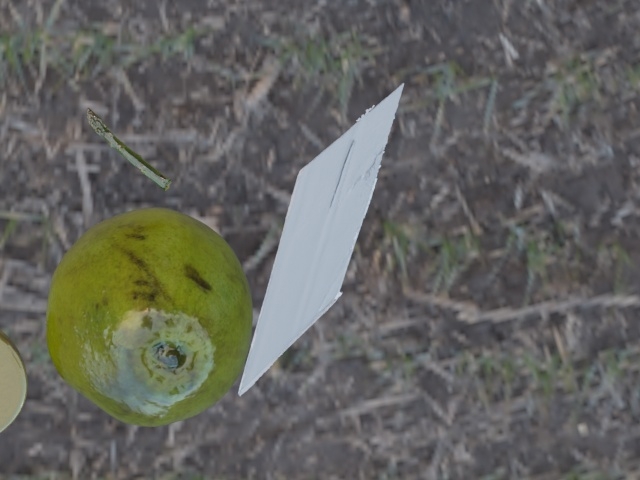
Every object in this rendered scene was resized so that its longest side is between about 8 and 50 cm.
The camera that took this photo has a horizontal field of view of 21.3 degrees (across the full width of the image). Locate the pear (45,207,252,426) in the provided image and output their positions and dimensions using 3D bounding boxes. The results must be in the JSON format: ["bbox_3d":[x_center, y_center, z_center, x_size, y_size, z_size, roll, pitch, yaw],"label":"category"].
[{"bbox_3d":[-0.168,0.076,1.674,0.212,0.269,0.212,-5,106,-18],"label":"pear"}]

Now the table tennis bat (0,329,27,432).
[{"bbox_3d":[-0.477,0.160,1.839,0.320,0.050,0.198,-8,127,1],"label":"table tennis bat"}]

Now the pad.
[{"bbox_3d":[0.000,0.000,1.264,0.004,0.156,0.232,30,133,16],"label":"pad"}]

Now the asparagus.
[{"bbox_3d":[-0.189,-0.088,1.659,0.114,0.014,0.015,40,90,11],"label":"asparagus"}]
